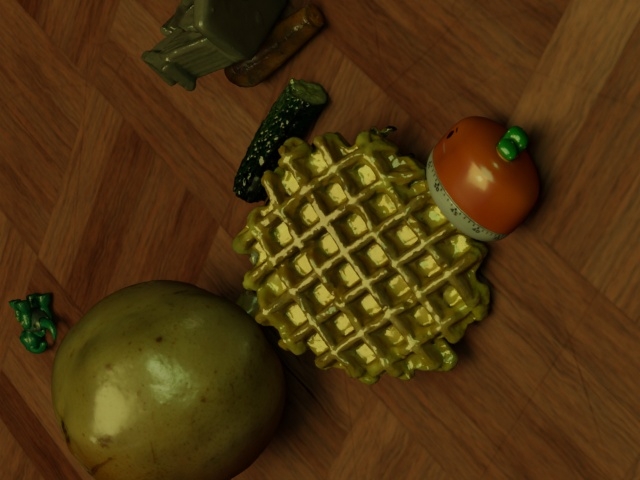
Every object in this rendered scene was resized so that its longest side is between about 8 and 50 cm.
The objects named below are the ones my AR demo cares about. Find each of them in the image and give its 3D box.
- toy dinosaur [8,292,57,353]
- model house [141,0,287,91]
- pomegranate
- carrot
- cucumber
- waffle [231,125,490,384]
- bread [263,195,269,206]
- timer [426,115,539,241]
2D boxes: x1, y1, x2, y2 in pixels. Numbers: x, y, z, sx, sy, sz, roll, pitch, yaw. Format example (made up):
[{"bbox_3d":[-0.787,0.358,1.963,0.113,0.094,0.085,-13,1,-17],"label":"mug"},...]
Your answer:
[{"bbox_3d":[-0.450,0.135,2.356,0.132,0.059,0.096,4,110,55],"label":"toy dinosaur"},{"bbox_3d":[-0.136,-0.287,1.836,0.188,0.229,0.122,-22,122,43],"label":"model house"},{"bbox_3d":[-0.184,0.184,1.907,0.319,0.319,0.319,13,108,45],"label":"pomegranate"},{"bbox_3d":[-0.057,-0.243,1.850,0.161,0.055,0.055,-31,76,39],"label":"carrot"},{"bbox_3d":[-0.056,-0.124,1.871,0.058,0.058,0.187,54,131,25],"label":"cucumber"},{"bbox_3d":[0.051,0.020,1.709,0.329,0.062,0.329,2,96,22],"label":"waffle"},{"bbox_3d":[0.006,-0.005,1.806,0.125,0.086,0.156,-23,84,43],"label":"bread"},{"bbox_3d":[0.181,-0.075,1.594,0.136,0.099,0.136,21,124,35],"label":"timer"}]
